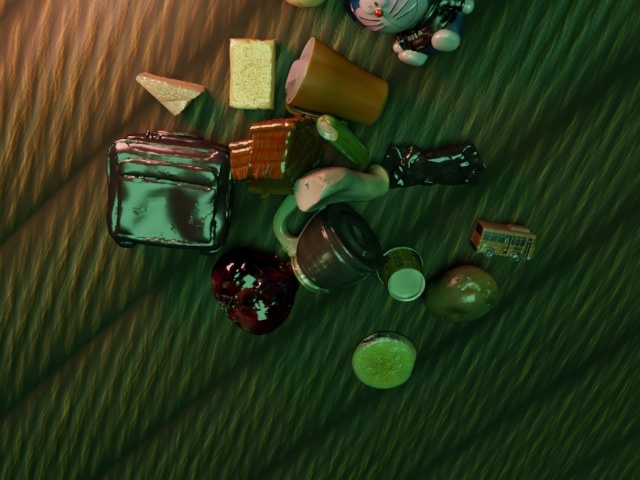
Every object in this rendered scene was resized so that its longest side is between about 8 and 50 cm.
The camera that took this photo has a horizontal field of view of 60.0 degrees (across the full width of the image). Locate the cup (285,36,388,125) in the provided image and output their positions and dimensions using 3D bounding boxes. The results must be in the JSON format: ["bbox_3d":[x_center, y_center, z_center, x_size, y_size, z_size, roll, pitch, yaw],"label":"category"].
[{"bbox_3d":[0.031,-0.402,1.503,0.264,0.182,0.226,19,142,-17],"label":"cup"}]

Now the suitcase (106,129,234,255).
[{"bbox_3d":[-0.417,-0.141,1.572,0.345,0.188,0.339,6,105,-4],"label":"suitcase"}]

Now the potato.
[{"bbox_3d":[0.440,0.171,1.741,0.235,0.160,0.177,-16,87,18],"label":"potato"}]

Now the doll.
[{"bbox_3d":[0.207,-0.610,1.386,0.310,0.284,0.240,26,63,-27],"label":"doll"}]

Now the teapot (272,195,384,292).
[{"bbox_3d":[0.002,0.016,1.618,0.239,0.239,0.321,-37,114,25],"label":"teapot"}]

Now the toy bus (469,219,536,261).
[{"bbox_3d":[0.567,-0.002,1.710,0.182,0.091,0.103,9,111,-4],"label":"toy bus"}]

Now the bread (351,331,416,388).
[{"bbox_3d":[0.220,0.412,1.883,0.229,0.033,0.228,-1,110,-2],"label":"bread"}]

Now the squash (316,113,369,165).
[{"bbox_3d":[0.066,-0.277,1.540,0.069,0.069,0.239,-41,141,12],"label":"squash"}]

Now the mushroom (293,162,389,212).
[{"bbox_3d":[0.074,-0.147,1.523,0.329,0.159,0.122,-12,113,-42],"label":"mushroom"}]

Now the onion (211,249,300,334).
[{"bbox_3d":[-0.205,0.145,1.669,0.281,0.221,0.280,1,85,-15],"label":"onion"}]

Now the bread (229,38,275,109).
[{"bbox_3d":[-0.186,-0.452,1.510,0.126,0.068,0.188,2,112,-4],"label":"bread"}]

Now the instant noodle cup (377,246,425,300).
[{"bbox_3d":[0.255,0.109,1.720,0.152,0.122,0.151,0,112,0],"label":"instant noodle cup"}]

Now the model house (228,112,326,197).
[{"bbox_3d":[-0.126,-0.246,1.495,0.200,0.219,0.229,12,156,23],"label":"model house"}]

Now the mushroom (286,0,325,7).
[{"bbox_3d":[-0.039,-0.665,1.411,0.148,0.112,0.148,-2,113,-4],"label":"mushroom"}]

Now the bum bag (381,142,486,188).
[{"bbox_3d":[0.326,-0.218,1.621,0.310,0.074,0.137,-2,123,4],"label":"bum bag"}]

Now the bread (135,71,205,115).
[{"bbox_3d":[-0.405,-0.425,1.503,0.105,0.077,0.152,-41,111,17],"label":"bread"}]
